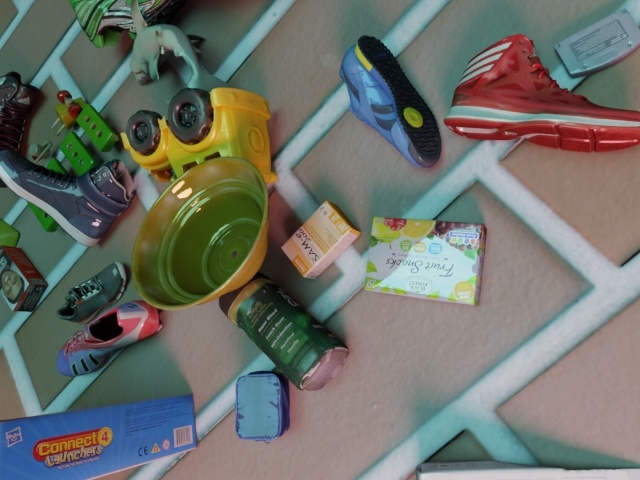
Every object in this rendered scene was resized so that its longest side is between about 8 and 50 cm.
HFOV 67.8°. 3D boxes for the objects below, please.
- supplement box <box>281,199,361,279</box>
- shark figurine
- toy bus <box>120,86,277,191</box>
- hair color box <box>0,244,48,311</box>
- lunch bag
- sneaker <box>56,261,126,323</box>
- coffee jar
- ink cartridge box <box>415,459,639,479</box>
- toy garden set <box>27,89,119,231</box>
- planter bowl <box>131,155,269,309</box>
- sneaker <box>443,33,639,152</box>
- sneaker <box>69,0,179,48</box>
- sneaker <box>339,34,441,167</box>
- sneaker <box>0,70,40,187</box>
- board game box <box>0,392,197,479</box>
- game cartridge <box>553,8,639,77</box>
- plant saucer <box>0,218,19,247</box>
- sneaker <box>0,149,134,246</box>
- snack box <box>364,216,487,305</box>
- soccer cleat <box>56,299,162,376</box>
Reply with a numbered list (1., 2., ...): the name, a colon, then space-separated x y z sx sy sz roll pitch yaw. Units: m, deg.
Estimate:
1. supplement box: 0.000 0.000 0.682 0.098 0.036 0.062 -46 63 13
2. shark figurine: -0.241 -0.335 0.837 0.278 0.116 0.166 30 127 38
3. toy bus: -0.180 -0.111 0.750 0.221 0.149 0.211 -12 91 27
4. hair color box: -0.632 0.078 0.989 0.141 0.043 0.071 37 97 27
5. lunch bag: -0.077 0.232 0.664 0.067 0.065 0.098 -3 78 11
6. sneaker: -0.417 0.099 0.862 0.158 0.065 0.061 -45 64 13
7. coffee jar: -0.054 0.118 0.654 0.184 0.096 0.079 37 91 27
8. ink cartridge box: 0.229 0.338 0.507 0.233 0.066 0.188 -5 77 5
9. toy garden set: -0.521 -0.171 0.978 0.204 0.049 0.244 45 103 24
10. planter bowl: -0.137 0.003 0.633 0.217 0.090 0.217 -15 56 24
11. sneaker: 0.264 -0.181 0.554 0.221 0.087 0.127 14 89 27
12. sneaker: -0.306 -0.461 0.896 0.344 0.134 0.146 -9 113 19
13. sneaker: 0.092 -0.179 0.662 0.209 0.069 0.082 62 142 13
14. sneaker: -0.694 -0.266 1.053 0.163 0.106 0.281 -28 68 17
15. board game box: -0.397 0.295 0.678 0.302 0.308 0.086 -16 73 23
16. game cartridge: 0.332 -0.232 0.567 0.083 0.017 0.055 -24 67 22
17. plant saucer: -0.778 0.032 1.072 0.189 0.045 0.188 25 92 28
18. sneaker: -0.452 -0.117 0.862 0.163 0.086 0.226 -41 110 16
19. snack box: 0.133 0.025 0.609 0.141 0.037 0.100 5 84 28
20. soccer cleat: -0.384 0.168 0.816 0.248 0.095 0.082 -27 70 20
